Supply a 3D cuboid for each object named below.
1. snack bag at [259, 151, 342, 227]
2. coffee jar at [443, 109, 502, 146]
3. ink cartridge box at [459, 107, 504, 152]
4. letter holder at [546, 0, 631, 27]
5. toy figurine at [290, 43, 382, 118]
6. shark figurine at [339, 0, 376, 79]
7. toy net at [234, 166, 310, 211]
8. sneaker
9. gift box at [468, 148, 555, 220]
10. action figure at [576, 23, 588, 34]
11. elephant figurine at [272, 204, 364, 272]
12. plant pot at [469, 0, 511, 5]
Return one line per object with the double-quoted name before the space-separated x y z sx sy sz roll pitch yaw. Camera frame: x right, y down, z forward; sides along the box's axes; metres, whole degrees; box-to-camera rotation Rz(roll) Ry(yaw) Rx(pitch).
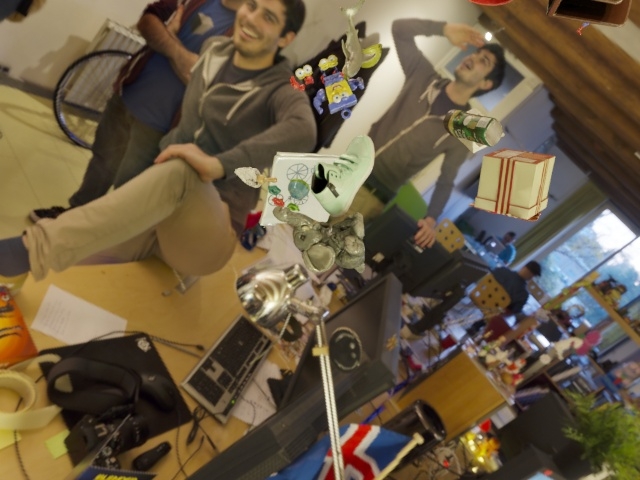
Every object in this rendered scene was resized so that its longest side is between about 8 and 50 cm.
"snack bag" -0.066 -0.199 1.921 0.322 0.343 0.037 -4 43 -26
"coffee jar" 0.496 -0.372 1.579 0.096 0.079 0.184 30 3 -43
"ink cartridge box" 0.554 -0.380 1.696 0.181 0.104 0.062 62 -3 40
"letter holder" 0.744 -0.735 1.252 0.214 0.302 0.152 15 -19 6
"toy figurine" 0.092 -0.561 1.803 0.191 0.362 0.217 46 23 -85
"shark figurine" 0.136 -0.681 1.685 0.166 0.116 0.279 36 55 -75
"toy net" -0.153 -0.171 1.486 0.232 0.122 0.045 24 58 -8
"sneaker" 0.061 -0.205 1.320 0.094 0.256 0.151 16 -13 34
"gift box" 0.774 -0.220 1.961 0.276 0.258 0.255 -20 30 -40
"action figure" 0.968 -0.788 1.709 0.030 0.115 0.038 45 30 14
"elephant figurine" 0.000 0.000 1.322 0.169 0.239 0.186 59 28 -84
"plant pot" 0.685 -1.123 1.911 0.274 0.243 0.275 17 5 -1
